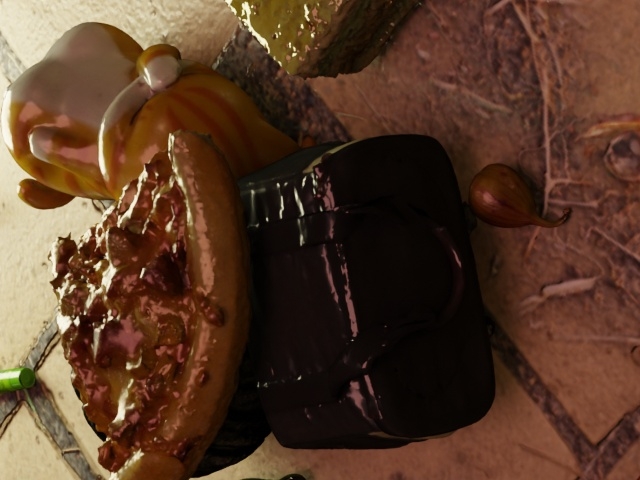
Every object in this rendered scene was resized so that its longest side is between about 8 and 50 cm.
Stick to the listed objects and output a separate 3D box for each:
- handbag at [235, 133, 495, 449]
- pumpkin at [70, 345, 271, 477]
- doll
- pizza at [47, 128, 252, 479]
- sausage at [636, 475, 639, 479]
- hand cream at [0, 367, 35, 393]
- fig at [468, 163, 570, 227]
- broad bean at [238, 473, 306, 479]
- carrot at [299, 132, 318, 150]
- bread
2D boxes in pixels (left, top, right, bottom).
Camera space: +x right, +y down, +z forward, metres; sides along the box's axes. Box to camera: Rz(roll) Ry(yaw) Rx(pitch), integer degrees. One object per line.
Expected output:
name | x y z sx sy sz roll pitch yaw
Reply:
handbag | 0.041 0.043 1.421 0.181 0.181 0.254 -12 89 49
pumpkin | -0.126 0.105 1.583 0.220 0.162 0.220 1 91 47
doll | -0.166 -0.096 1.586 0.270 0.166 0.162 18 150 44
pizza | -0.153 0.060 1.439 0.226 0.086 0.335 25 113 36
sausage | 0.229 0.241 1.387 0.034 0.034 0.253 45 124 26
hand cream | -0.347 0.152 1.869 0.122 0.023 0.036 -13 100 42
fig | 0.157 -0.030 1.400 0.083 0.050 0.050 22 112 15
broad bean | -0.088 0.251 1.651 0.195 0.046 0.061 -8 95 43
carrot | 0.000 0.000 1.539 0.037 0.037 0.190 -8 91 41
bread | -0.011 -0.240 1.467 0.196 0.102 0.138 49 122 27
